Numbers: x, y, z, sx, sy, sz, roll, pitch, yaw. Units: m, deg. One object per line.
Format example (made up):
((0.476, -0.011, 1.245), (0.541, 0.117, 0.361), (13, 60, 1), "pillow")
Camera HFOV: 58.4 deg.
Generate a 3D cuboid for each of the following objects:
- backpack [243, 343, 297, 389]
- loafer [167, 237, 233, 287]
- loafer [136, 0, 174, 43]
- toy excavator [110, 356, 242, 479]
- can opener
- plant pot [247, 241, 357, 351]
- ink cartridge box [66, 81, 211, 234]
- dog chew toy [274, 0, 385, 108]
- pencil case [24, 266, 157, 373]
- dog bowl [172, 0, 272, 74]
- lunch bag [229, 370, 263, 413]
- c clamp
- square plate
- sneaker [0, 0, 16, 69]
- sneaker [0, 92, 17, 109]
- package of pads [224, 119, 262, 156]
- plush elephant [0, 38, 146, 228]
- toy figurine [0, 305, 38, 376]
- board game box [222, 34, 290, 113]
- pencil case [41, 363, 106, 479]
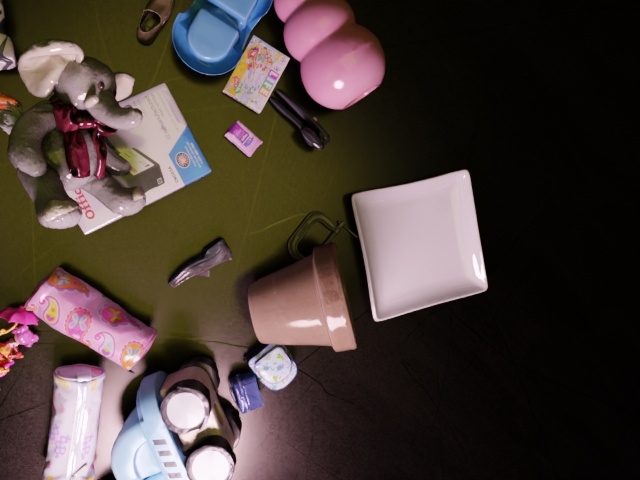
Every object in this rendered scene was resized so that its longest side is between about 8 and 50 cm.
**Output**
((-0.116, 0.315, 1.436), (0.105, 0.084, 0.114), (-38, 106, -8), "backpack")
((-0.287, 0.065, 1.379), (0.170, 0.062, 0.061), (-37, 108, -9), "loafer")
((-0.374, -0.521, 1.310), (0.056, 0.050, 0.148), (22, 88, -17), "loafer")
((-0.399, 0.541, 1.329), (0.445, 0.222, 0.433), (-20, 98, -1), "toy excavator")
((-0.048, -0.303, 1.422), (0.059, 0.073, 0.186), (-42, 95, -1), "can opener")
((-0.047, 0.154, 1.375), (0.229, 0.263, 0.263), (-12, 98, 2), "plant pot")
((-0.434, -0.181, 1.278), (0.307, 0.129, 0.223), (-29, 102, -12), "ink cartridge box")
((0.008, -0.482, 1.358), (0.207, 0.206, 0.332), (-34, 95, -11), "dog chew toy")
((-0.512, 0.181, 1.293), (0.284, 0.124, 0.124), (37, 84, -17), "pencil case")
((-0.231, -0.522, 1.341), (0.166, 0.074, 0.297), (29, 85, -17), "dog bowl")
((-0.190, 0.376, 1.425), (0.065, 0.067, 0.098), (-20, 99, -20), "lunch bag")
((0.000, 0.000, 1.477), (0.160, 0.022, 0.137), (-47, 105, -9), "c clamp")
((0.267, 0.010, 1.543), (0.347, 0.049, 0.344), (-13, 98, -15), "square plate")
((-0.737, -0.469, 1.183), (0.153, 0.094, 0.235), (-13, 108, -24), "sneaker")
((-0.737, -0.323, 1.214), (0.175, 0.064, 0.067), (14, 80, -20), "sneaker")
((-0.187, -0.249, 1.397), (0.083, 0.032, 0.050), (41, 80, -15), "package of pads")
((-0.442, -0.219, 1.068), (0.330, 0.272, 0.255), (45, 108, 11), "plush elephant")
((-0.690, 0.222, 1.256), (0.159, 0.130, 0.173), (-38, 126, -20), "toy figurine")
((-0.156, -0.404, 1.396), (0.103, 0.026, 0.154), (28, 86, -17), "board game box")
((-0.557, 0.419, 1.294), (0.113, 0.124, 0.273), (7, 92, -17), "pencil case")
